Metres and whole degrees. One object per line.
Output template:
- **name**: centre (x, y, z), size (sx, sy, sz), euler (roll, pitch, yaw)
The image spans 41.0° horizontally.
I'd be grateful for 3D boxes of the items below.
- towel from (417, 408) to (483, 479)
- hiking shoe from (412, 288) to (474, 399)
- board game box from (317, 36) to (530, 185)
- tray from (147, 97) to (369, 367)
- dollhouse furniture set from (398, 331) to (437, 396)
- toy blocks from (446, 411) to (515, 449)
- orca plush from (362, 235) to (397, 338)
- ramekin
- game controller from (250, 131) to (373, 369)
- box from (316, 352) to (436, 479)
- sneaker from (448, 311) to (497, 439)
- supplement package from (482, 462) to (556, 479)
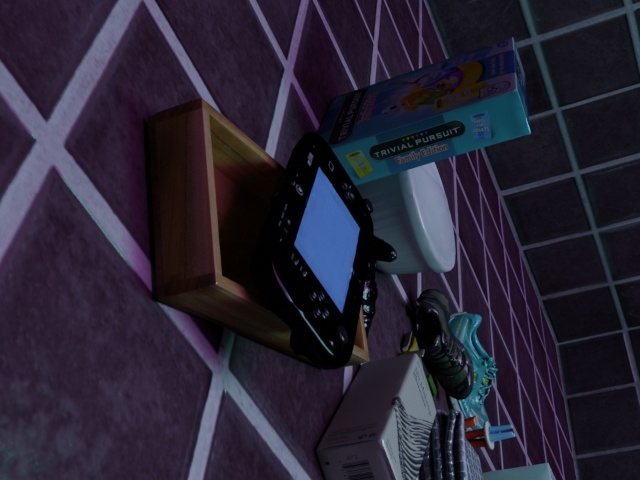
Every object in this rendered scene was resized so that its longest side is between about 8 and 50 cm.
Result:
- **towel**: centre (0.208, 0.426, 1.366), size (0.235, 0.121, 0.284), euler (52, 29, -50)
- **hiking shoe**: centre (0.226, 0.214, 1.668), size (0.114, 0.086, 0.227), euler (-22, 91, -57)
- **board game box**: centre (0.165, -0.208, 1.402), size (0.254, 0.336, 0.079), euler (-72, 142, -58)
- **tray**: centre (-0.059, 0.017, 1.014), size (0.411, 0.076, 0.203), euler (36, 43, -60)
- **dollhouse furniture set**: centre (0.180, 0.224, 1.537), size (0.152, 0.058, 0.076), euler (-61, 133, -63)
- **toy blocks**: centre (0.269, 0.346, 1.553), size (0.123, 0.148, 0.054), euler (52, 29, -48)
- **orca plush**: centre (0.061, 0.036, 1.283), size (0.151, 0.102, 0.287), euler (44, 36, -55)
- **ramekin**: centre (0.144, -0.062, 1.552), size (0.273, 0.127, 0.273), euler (-15, 90, -70)
- **game controller**: centre (0.000, 0.000, 0.978), size (0.319, 0.067, 0.166), euler (-75, 145, -56)
- **box**: centre (0.086, 0.264, 1.191), size (0.275, 0.094, 0.113), euler (-48, 121, -67)
- **sneaker**: centre (0.320, 0.286, 1.801), size (0.107, 0.110, 0.275), euler (3, 74, -70)
- **supplement package**: centre (0.350, 0.543, 1.558), size (0.149, 0.194, 0.203), euler (57, 26, -42)
